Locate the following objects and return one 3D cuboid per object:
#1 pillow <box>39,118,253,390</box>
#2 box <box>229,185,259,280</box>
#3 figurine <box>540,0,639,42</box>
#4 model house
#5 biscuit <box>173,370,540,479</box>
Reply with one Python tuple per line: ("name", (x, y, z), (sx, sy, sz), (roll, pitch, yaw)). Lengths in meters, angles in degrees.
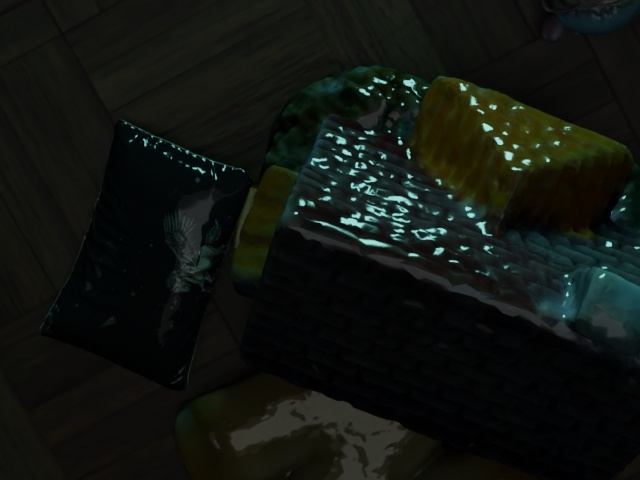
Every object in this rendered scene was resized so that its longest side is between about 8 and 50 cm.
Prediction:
("pillow", (-0.149, 0.015, 1.359), (0.141, 0.055, 0.208), (22, 100, 4))
("box", (0.000, 0.000, 1.375), (0.155, 0.023, 0.087), (5, 104, -1))
("figurine", (0.227, -0.281, 1.239), (0.205, 0.103, 0.260), (-9, 127, 20))
("model house", (0.106, 0.010, 1.186), (0.360, 0.339, 0.297), (22, 88, 1))
("biscuit", (0.035, 0.204, 1.383), (0.290, 0.062, 0.237), (-23, 92, 3))
